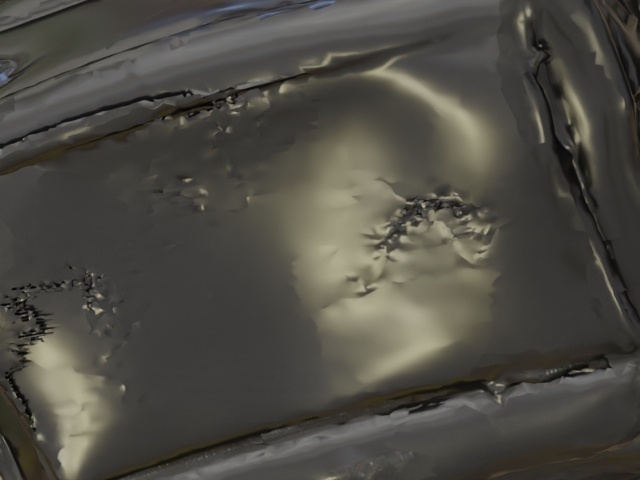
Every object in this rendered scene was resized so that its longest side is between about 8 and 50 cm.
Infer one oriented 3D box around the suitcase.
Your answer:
[{"bbox_3d":[0.000,0.000,0.772,0.345,0.339,0.188,-17,32,15],"label":"suitcase"}]
